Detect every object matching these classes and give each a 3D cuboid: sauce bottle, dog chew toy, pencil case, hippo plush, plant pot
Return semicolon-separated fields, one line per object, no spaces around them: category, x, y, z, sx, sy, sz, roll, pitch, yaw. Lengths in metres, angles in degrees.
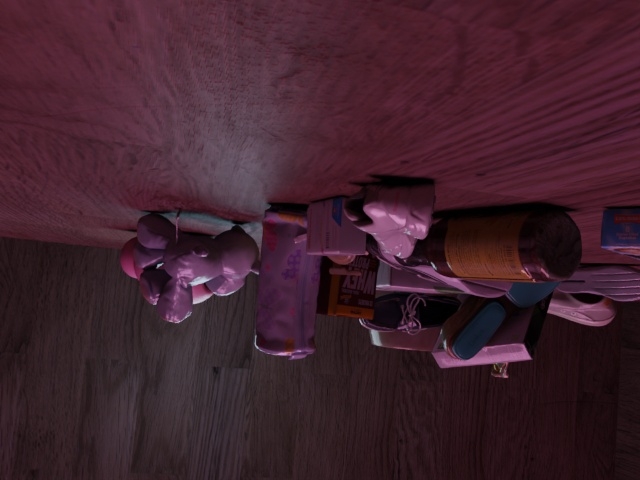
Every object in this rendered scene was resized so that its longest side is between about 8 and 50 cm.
sauce bottle;0.248;0.010;1.140;0.111;0.111;0.344;9;175;-34
dog chew toy;-0.456;0.069;2.099;0.332;0.207;0.206;13;178;25
pencil case;-0.052;0.073;1.281;0.124;0.273;0.113;10;-174;43
hippo plush;-0.271;0.023;1.611;0.236;0.234;0.294;-13;146;-42
plant pot;0.258;0.186;2.139;0.323;0.280;0.323;6;175;1

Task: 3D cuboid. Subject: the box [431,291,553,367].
box;0.423;0.168;1.678;0.232;0.058;0.322;-14;-151;39

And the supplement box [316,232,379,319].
supplement box;0.007;0.061;1.479;0.194;0.191;0.129;1;172;40

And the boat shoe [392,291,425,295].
boat shoe;0.232;0.109;1.862;0.089;0.109;0.258;35;-165;-4

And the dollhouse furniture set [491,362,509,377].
dollhouse furniture set;0.460;0.192;1.849;0.151;0.197;0.301;15;-149;18

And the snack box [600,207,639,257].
snack box;0.568;-0.004;0.937;0.322;0.060;0.187;1;173;43

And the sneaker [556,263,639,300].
sneaker;0.744;0.099;1.835;0.091;0.094;0.258;-15;-166;-42

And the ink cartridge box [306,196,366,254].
ink cartridge box;0.025;-0.020;1.146;0.052;0.088;0.122;5;176;-26

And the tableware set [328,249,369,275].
tableware set;0.000;0.000;1.372;0.194;0.128;0.039;0;-155;42

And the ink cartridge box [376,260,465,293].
ink cartridge box;0.230;0.060;1.627;0.211;0.121;0.289;5;175;-7

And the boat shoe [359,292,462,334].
boat shoe;0.217;0.169;1.627;0.254;0.095;0.079;3;177;-15

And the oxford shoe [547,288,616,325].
oxford shoe;0.702;0.152;2.226;0.449;0.169;0.130;11;136;23

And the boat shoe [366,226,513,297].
boat shoe;0.244;0.025;1.415;0.335;0.121;0.119;20;176;-27

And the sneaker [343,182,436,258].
sneaker;0.090;-0.038;0.996;0.115;0.090;0.232;12;166;1

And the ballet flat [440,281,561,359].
ballet flat;0.394;0.123;1.558;0.116;0.342;0.124;44;-178;-23
